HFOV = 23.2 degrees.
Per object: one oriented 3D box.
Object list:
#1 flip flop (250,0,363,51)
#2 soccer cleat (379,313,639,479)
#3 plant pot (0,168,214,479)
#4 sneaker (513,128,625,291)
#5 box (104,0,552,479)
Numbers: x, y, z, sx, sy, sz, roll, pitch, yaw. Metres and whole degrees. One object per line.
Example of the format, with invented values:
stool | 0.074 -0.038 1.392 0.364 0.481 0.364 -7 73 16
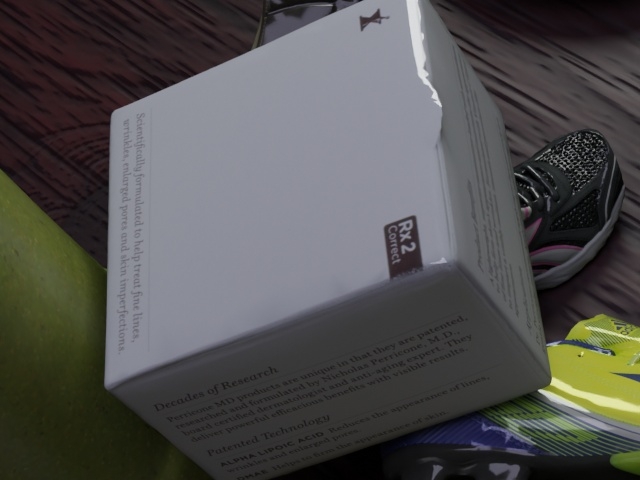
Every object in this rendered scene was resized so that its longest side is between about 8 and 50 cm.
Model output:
flip flop | -0.011 -0.083 0.936 0.112 0.080 0.277 16 80 7
soccer cleat | 0.170 0.081 0.763 0.289 0.093 0.121 -3 53 16
plant pot | -0.204 0.067 0.792 0.276 0.254 0.276 -9 54 12
sneaker | 0.094 -0.004 0.855 0.178 0.077 0.072 -41 55 -12
box | 0.000 0.000 0.767 0.182 0.119 0.181 -21 48 19
